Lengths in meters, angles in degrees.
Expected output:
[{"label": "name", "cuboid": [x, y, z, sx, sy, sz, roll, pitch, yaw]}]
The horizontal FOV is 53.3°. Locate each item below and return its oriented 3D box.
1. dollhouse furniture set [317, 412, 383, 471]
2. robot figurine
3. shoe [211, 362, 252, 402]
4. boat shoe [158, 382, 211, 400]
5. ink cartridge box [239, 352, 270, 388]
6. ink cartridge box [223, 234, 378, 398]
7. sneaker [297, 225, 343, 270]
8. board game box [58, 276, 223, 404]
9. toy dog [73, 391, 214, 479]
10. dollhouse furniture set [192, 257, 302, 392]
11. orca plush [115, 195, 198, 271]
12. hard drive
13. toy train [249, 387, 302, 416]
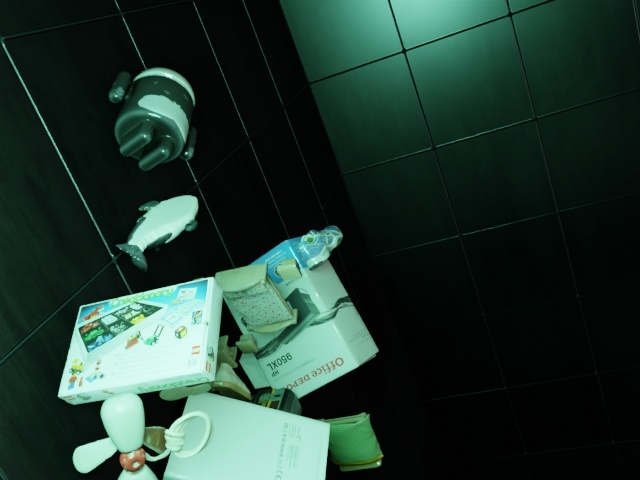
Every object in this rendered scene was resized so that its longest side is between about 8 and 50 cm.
[{"label": "dollhouse furniture set", "cuboid": [0.023, 0.651, 1.891, 0.151, 0.301, 0.198, -79, 152, -57]}, {"label": "robot figurine", "cuboid": [-0.407, -0.302, 1.573, 0.209, 0.173, 0.278, 90, 1, -49]}, {"label": "shoe", "cuboid": [-0.218, 0.363, 1.593, 0.219, 0.076, 0.058, 76, 10, -62]}, {"label": "boat shoe", "cuboid": [-0.322, 0.341, 1.497, 0.137, 0.049, 0.043, 1, 43, -45]}, {"label": "ink cartridge box", "cuboid": [-0.170, 0.337, 1.939, 0.198, 0.067, 0.115, -71, 142, -57]}, {"label": "ink cartridge box", "cuboid": [-0.064, 0.224, 1.811, 0.395, 0.285, 0.166, 60, 26, 8]}, {"label": "sneaker", "cuboid": [0.000, 0.000, 1.756, 0.081, 0.080, 0.211, 51, 27, -9]}, {"label": "board game box", "cuboid": [-0.334, 0.188, 1.198, 0.053, 0.305, 0.193, 57, 27, -49]}, {"label": "toy dog", "cuboid": [-0.347, 0.434, 1.193, 0.220, 0.161, 0.334, 13, 93, -29]}, {"label": "dollhouse furniture set", "cuboid": [-0.169, 0.232, 1.566, 0.174, 0.355, 0.303, -85, 154, -44]}, {"label": "orca plush", "cuboid": [-0.380, -0.004, 1.540, 0.287, 0.151, 0.102, -80, -179, -56]}, {"label": "hard drive", "cuboid": [-0.160, 0.489, 1.482, 0.233, 0.353, 0.047, -81, -170, -50]}, {"label": "toy train", "cuboid": [-0.164, 0.513, 1.629, 0.334, 0.190, 0.142, -69, 140, -60]}]
